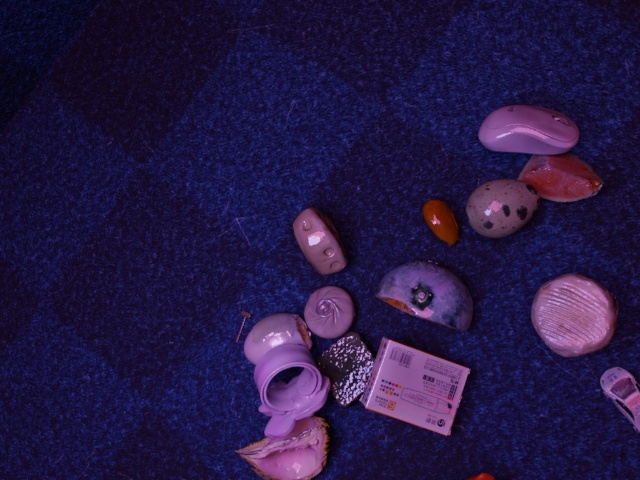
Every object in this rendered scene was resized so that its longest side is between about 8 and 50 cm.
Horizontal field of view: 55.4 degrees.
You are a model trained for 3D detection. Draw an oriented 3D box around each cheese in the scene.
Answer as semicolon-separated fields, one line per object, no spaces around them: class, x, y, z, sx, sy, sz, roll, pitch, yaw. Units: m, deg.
cheese;0.000;0.000;1.988;0.117;0.218;0.235;-29;104;8

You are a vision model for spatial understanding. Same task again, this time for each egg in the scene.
egg;-0.145;0.333;1.971;0.217;0.183;0.183;-28;72;11
egg;0.553;-0.101;1.844;0.227;0.177;0.177;-18;74;2

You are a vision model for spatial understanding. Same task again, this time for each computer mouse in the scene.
computer mouse;0.636;-0.352;1.870;0.296;0.121;0.184;7;38;26

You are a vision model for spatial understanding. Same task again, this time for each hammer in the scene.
hammer;-0.271;0.299;2.106;0.035;0.019;0.110;20;88;20

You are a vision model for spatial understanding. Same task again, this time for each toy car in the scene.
toy car;0.869;0.446;1.694;0.095;0.056;0.205;-40;71;8

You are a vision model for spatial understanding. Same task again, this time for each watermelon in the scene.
watermelon;0.737;-0.209;1.857;0.230;0.128;0.146;22;55;14
watermelon;0.319;0.145;1.866;0.321;0.175;0.188;16;85;19

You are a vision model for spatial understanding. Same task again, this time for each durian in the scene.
durian;-0.089;0.675;1.907;0.304;0.185;0.196;-25;99;5

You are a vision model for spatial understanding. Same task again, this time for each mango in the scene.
mango;0.385;-0.062;1.927;0.084;0.105;0.159;-45;73;24

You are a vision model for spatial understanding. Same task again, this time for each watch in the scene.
watch;-0.113;0.434;1.839;0.248;0.218;0.211;-33;30;0

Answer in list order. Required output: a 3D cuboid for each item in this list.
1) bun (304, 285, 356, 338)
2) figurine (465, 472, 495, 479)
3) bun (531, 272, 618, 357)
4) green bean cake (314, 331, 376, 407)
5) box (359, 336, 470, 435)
bun;0.024;0.231;1.973;0.172;0.120;0.173;-5;76;18
figurine;0.466;0.836;1.598;0.240;0.412;0.307;-16;117;-12
bun;0.727;0.212;1.742;0.238;0.141;0.239;-6;76;23
green bean cake;0.096;0.406;1.926;0.183;0.094;0.185;-40;70;7
box;0.282;0.433;1.813;0.273;0.091;0.221;22;86;-5
